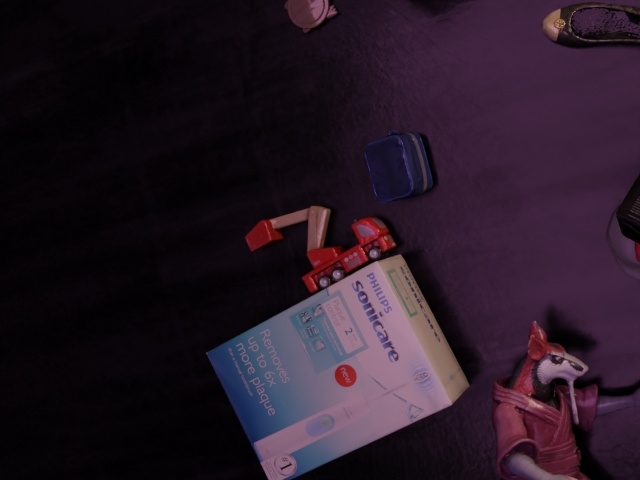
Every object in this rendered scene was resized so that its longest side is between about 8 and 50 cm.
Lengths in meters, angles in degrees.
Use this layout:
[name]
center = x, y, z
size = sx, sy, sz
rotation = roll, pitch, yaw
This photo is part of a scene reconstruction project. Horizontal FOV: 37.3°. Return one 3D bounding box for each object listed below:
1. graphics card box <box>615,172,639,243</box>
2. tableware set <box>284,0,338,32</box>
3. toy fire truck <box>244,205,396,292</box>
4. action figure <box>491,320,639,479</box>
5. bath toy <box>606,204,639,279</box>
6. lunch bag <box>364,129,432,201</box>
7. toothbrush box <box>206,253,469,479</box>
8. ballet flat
[graphics card box]
center = 0.522, -0.120, 1.042
size = 0.233, 0.094, 0.371
rotation = 30, 86, 27
[tableware set]
center = -0.022, -0.396, 1.362
size = 0.168, 0.020, 0.141
rotation = 46, 110, 10
[toy fire truck]
center = 0.000, 0.000, 1.370
size = 0.192, 0.047, 0.135
rotation = -31, 82, 20
[action figure]
center = 0.289, 0.287, 1.239
size = 0.276, 0.248, 0.370
rotation = -5, 94, 48
[bath toy]
center = 0.520, -0.006, 1.129
size = 0.348, 0.129, 0.151
rotation = 3, 96, 21
[lunch bag]
center = 0.109, -0.106, 1.312
size = 0.067, 0.065, 0.098
rotation = -13, 91, 37
[toothbrush box]
center = 0.025, 0.182, 1.335
size = 0.296, 0.126, 0.216
rotation = -28, 84, 19
[ballet flat]
center = 0.368, -0.277, 1.206
size = 0.173, 0.049, 0.057
rotation = 4, 95, 21
